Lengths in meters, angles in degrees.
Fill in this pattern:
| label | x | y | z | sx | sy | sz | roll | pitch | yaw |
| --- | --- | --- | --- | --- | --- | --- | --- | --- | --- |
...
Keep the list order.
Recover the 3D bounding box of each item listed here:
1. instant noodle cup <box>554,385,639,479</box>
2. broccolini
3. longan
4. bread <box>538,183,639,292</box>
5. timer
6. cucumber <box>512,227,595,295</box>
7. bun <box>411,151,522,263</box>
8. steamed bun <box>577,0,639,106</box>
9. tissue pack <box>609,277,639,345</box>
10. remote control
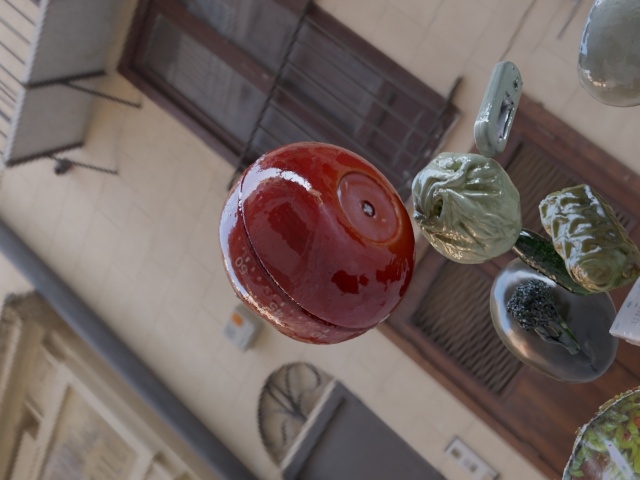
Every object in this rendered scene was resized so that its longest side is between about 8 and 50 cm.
| label | x | y | z | sx | sy | sz | roll | pitch | yaw |
| --- | --- | --- | --- | --- | --- | --- | --- | --- | --- |
| instant noodle cup | 0.447 | 0.371 | 1.194 | 0.340 | 0.340 | 0.266 | -44 | -22 | -16 |
| broccolini | 0.406 | 0.138 | 1.645 | 0.068 | 0.202 | 0.091 | -4 | 57 | 55 |
| longan | 0.557 | 0.181 | 2.237 | 0.288 | 0.350 | 0.288 | -43 | 13 | 13 |
| bread | 0.524 | -0.001 | 1.838 | 0.268 | 0.152 | 0.130 | -99 | 14 | -55 |
| timer | 0.000 | 0.000 | 1.751 | 0.279 | 0.378 | 0.378 | -37 | -8 | 37 |
| cucumber | 0.491 | 0.047 | 2.009 | 0.069 | 0.227 | 0.069 | -53 | -4 | -5 |
| bun | 0.261 | -0.063 | 1.775 | 0.145 | 0.229 | 0.229 | -6 | -45 | -40 |
| steamed bun | 0.591 | -0.369 | 1.701 | 0.283 | 0.177 | 0.283 | -37 | -39 | -38 |
| tissue pack | 0.668 | 0.133 | 1.793 | 0.170 | 0.071 | 0.325 | -62 | 4 | -2 |
| remote control | 0.329 | -0.243 | 1.738 | 0.078 | 0.042 | 0.221 | 51 | -132 | -34 |
